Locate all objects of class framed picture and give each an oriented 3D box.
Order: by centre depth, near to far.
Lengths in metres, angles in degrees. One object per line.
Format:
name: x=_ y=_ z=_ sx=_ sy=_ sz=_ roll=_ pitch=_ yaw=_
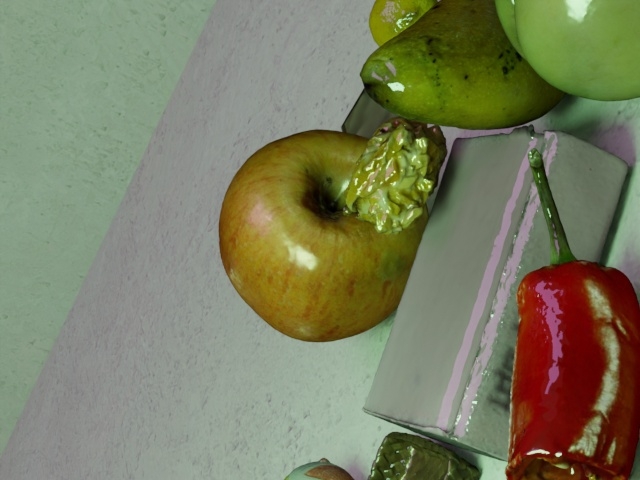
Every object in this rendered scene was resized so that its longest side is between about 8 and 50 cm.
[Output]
framed picture: x=0.088 y=-0.192 z=2.421 sx=0.173 sy=0.010 sz=0.231 roll=-58 pitch=23 yaw=28

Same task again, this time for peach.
peach: x=0.321 y=-0.286 z=1.605 sx=0.292 sy=0.247 sz=0.292 roll=-42 pitch=8 yaw=7

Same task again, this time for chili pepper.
chili pepper: x=0.260 y=0.087 z=1.532 sx=0.134 sy=0.131 sz=0.338 roll=96 pitch=180 yaw=-63

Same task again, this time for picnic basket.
picnic basket: x=0.119 y=0.290 z=1.794 sx=0.110 sy=0.055 sz=0.193 roll=-69 pitch=20 yaw=-5

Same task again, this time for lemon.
lemon: x=0.129 y=-0.337 z=2.322 sx=0.133 sy=0.109 sz=0.109 roll=154 pitch=134 yaw=-70

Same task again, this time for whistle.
whistle: x=0.021 y=0.342 z=1.925 sx=0.223 sy=0.123 sz=0.123 roll=9 pitch=78 yaw=56

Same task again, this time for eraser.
eraser: x=0.197 y=0.060 z=1.740 sx=0.272 sy=0.122 sz=0.359 roll=-2 pitch=67 yaw=70

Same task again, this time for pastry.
pastry: x=0.094 y=-0.079 z=1.866 sx=0.250 sy=0.102 sz=0.154 roll=-52 pitch=-17 yaw=-79

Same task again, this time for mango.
mango: x=0.188 y=-0.214 z=1.784 sx=0.176 sy=0.329 sz=0.176 roll=-9 pitch=97 yaw=32

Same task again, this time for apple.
apple: x=0.000 y=0.000 z=2.070 sx=0.275 sy=0.299 sz=0.299 roll=115 pitch=164 yaw=-48
